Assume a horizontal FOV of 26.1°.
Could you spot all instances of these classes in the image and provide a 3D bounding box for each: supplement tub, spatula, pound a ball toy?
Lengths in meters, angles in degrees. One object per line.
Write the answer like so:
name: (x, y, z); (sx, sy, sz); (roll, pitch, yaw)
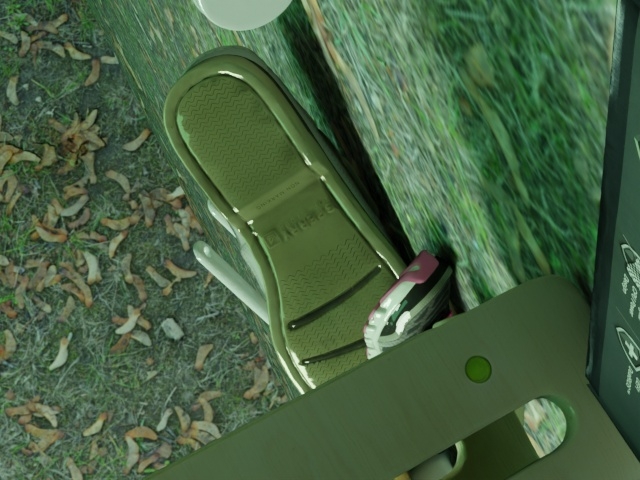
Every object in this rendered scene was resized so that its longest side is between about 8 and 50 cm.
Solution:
supplement tub: (-0.063, -0.184, 0.852); (0.107, 0.071, 0.071); (56, 169, 43)
spatula: (-0.020, 0.035, 1.048); (0.242, 0.019, 0.168); (45, -152, -34)
pound a ball toy: (0.014, 0.136, 0.646); (0.136, 0.319, 0.208); (63, 157, 5)

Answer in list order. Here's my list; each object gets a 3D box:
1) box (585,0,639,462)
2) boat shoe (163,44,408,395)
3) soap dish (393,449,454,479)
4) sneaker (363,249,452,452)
box: (0.138, 0.047, 0.353); (0.175, 0.051, 0.220); (59, 171, 30)
boat shoe: (0.000, 0.000, 0.956); (0.302, 0.113, 0.103); (64, -167, -15)
soap dish: (0.087, 0.267, 1.000); (0.229, 0.118, 0.291); (63, 180, 9)
sneaker: (0.069, 0.075, 0.857); (0.075, 0.063, 0.170); (31, 142, 20)
